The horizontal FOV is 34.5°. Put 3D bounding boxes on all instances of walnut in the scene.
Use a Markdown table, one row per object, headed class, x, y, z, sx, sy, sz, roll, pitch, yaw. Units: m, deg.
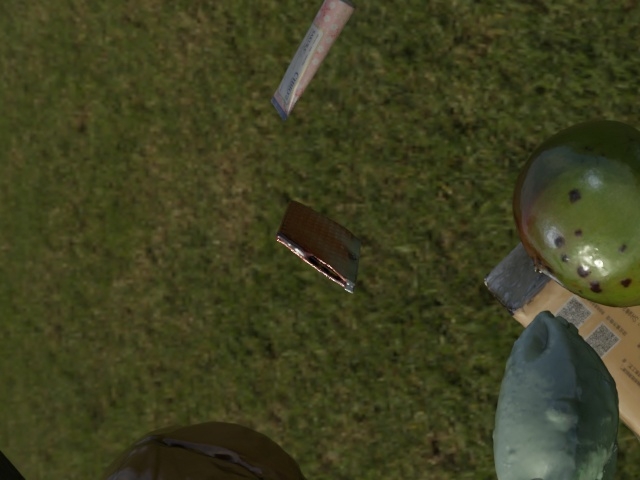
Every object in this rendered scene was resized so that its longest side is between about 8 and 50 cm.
| class | x | y | z | sx | sy | sz | roll | pitch | yaw |
| --- | --- | --- | --- | --- | --- | --- | --- | --- | --- |
| walnut | -0.140 | 0.429 | 1.312 | 0.308 | 0.354 | 0.398 | -21 | 92 | 20 |

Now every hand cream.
| class | x | y | z | sx | sy | sz | roll | pitch | yaw |
| --- | --- | --- | --- | --- | --- | --- | --- | --- | --- |
| hand cream | -0.011 | -0.272 | 1.470 | 0.209 | 0.043 | 0.067 | -58 | 36 | 20 |

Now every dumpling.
| class | x | y | z | sx | sy | sz | roll | pitch | yaw |
| --- | --- | --- | --- | --- | --- | --- | --- | --- | --- |
| dumpling | 0.237 | 0.175 | 0.958 | 0.105 | 0.149 | 0.216 | 124 | 164 | -55 |

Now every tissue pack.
| class | x | y | z | sx | sy | sz | roll | pitch | yaw |
| --- | --- | --- | --- | --- | --- | --- | --- | --- | --- |
| tissue pack | 0.375 | 0.084 | 1.272 | 0.238 | 0.305 | 0.238 | -44 | 15 | 15 |

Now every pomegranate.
| class | x | y | z | sx | sy | sz | roll | pitch | yaw |
| --- | --- | --- | --- | --- | --- | --- | --- | --- | --- |
| pomegranate | 0.201 | -0.035 | 0.685 | 0.159 | 0.129 | 0.129 | -56 | 37 | -6 |

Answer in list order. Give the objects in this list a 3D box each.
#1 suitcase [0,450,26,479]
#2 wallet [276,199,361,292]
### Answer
| class | x | y | z | sx | sy | sz | roll | pitch | yaw |
| --- | --- | --- | --- | --- | --- | --- | --- | --- | --- |
| suitcase | -0.448 | 0.204 | 0.980 | 0.152 | 0.229 | 0.335 | -45 | 83 | 12 |
| wallet | 0.000 | 0.000 | 1.175 | 0.020 | 0.103 | 0.196 | -57 | 4 | 13 |
